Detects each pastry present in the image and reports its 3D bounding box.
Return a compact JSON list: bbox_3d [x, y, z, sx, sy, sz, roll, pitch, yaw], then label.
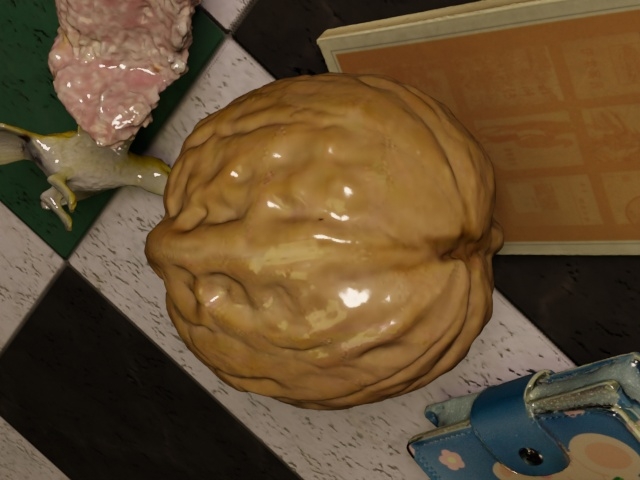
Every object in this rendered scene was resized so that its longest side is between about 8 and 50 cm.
[{"bbox_3d":[-0.107,-0.190,0.626,0.103,0.112,0.265,24,130,6],"label":"pastry"}]

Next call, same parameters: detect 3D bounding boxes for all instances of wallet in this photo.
[{"bbox_3d":[0.170,0.150,0.753,0.141,0.059,0.202,46,142,-17],"label":"wallet"}]

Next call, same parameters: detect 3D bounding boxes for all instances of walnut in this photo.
[{"bbox_3d":[0.000,0.000,0.629,0.213,0.213,0.213,21,136,22],"label":"walnut"}]

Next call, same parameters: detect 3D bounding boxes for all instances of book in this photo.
[{"bbox_3d":[0.124,-0.062,0.628,0.242,0.018,0.170,0,126,39],"label":"book"}]

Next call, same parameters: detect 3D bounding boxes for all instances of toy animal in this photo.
[{"bbox_3d":[-0.167,-0.045,0.807,0.155,0.095,0.219,42,141,5],"label":"toy animal"}]
